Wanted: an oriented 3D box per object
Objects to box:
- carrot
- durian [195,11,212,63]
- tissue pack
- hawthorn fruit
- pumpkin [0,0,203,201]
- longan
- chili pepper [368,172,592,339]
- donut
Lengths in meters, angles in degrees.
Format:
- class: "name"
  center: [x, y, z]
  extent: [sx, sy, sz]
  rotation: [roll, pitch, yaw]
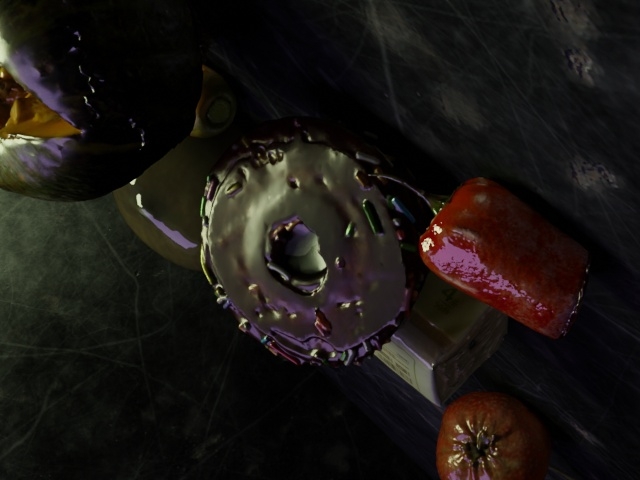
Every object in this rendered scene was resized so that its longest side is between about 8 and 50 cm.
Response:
- class: "carrot"
  center: [-0.172, -0.175, 1.288]
  extent: [0.193, 0.087, 0.087]
  rotation: [31, 166, 43]
- class: "durian"
  center: [-0.143, -0.195, 1.114]
  extent: [0.091, 0.080, 0.080]
  rotation: [19, 158, 39]
- class: "tissue pack"
  center: [0.070, 0.042, 1.154]
  extent: [0.234, 0.125, 0.159]
  rotation: [40, 169, 22]
- class: "hawthorn fruit"
  center: [0.273, 0.292, 1.558]
  extent: [0.165, 0.165, 0.285]
  rotation: [34, -169, 40]
- class: "pumpkin"
  center: [-0.246, -0.184, 1.015]
  extent: [0.320, 0.192, 0.320]
  rotation: [26, 133, 31]
- class: "longan"
  center: [-0.144, -0.063, 1.366]
  extent: [0.220, 0.196, 0.196]
  rotation: [30, 170, 4]
- class: "chili pepper"
  center: [0.119, -0.004, 0.865]
  extent: [0.192, 0.086, 0.084]
  rotation: [32, -162, 7]
- class: "donut"
  center: [0.000, 0.000, 1.026]
  extent: [0.235, 0.235, 0.089]
  rotation: [39, -152, 20]
